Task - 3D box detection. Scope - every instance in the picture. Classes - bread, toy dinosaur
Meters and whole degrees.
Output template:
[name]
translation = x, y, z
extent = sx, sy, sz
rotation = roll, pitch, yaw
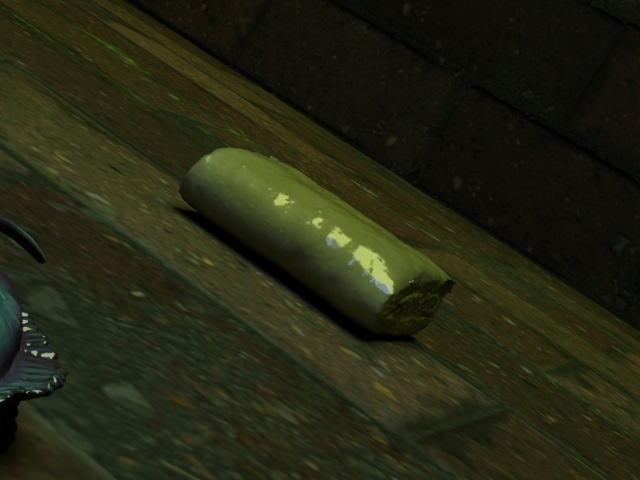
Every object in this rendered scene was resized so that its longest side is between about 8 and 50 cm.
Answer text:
[bread]
translation = 0.000, 0.000, 0.844
extent = 0.178, 0.060, 0.139
rotation = 34, 9, 19
[toy dinosaur]
translation = -0.112, 0.027, 0.337
extent = 0.080, 0.045, 0.197
rotation = 43, 12, -15
